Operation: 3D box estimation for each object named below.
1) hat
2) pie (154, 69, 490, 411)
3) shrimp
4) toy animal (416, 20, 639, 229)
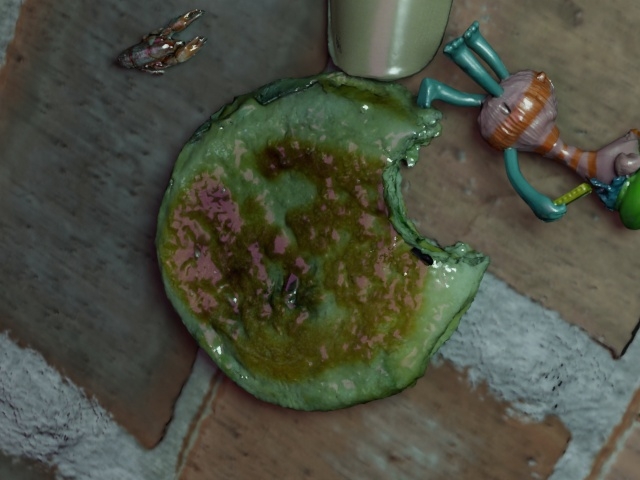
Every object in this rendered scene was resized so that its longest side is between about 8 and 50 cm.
[{"bbox_3d":[0.045,-0.214,1.349,0.147,0.085,0.175,8,95,25],"label":"hat"},{"bbox_3d":[-0.007,0.003,1.427,0.302,0.067,0.302,4,99,28],"label":"pie"},{"bbox_3d":[-0.135,-0.167,1.490,0.092,0.029,0.038,-29,83,25],"label":"shrimp"},{"bbox_3d":[0.170,-0.076,1.301,0.208,0.100,0.103,36,74,6],"label":"toy animal"}]
